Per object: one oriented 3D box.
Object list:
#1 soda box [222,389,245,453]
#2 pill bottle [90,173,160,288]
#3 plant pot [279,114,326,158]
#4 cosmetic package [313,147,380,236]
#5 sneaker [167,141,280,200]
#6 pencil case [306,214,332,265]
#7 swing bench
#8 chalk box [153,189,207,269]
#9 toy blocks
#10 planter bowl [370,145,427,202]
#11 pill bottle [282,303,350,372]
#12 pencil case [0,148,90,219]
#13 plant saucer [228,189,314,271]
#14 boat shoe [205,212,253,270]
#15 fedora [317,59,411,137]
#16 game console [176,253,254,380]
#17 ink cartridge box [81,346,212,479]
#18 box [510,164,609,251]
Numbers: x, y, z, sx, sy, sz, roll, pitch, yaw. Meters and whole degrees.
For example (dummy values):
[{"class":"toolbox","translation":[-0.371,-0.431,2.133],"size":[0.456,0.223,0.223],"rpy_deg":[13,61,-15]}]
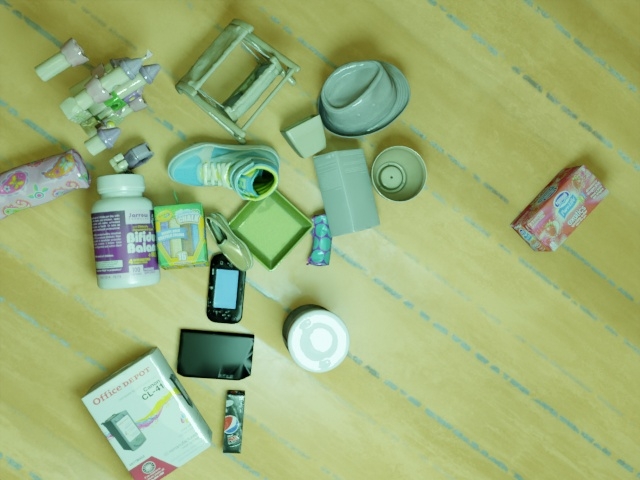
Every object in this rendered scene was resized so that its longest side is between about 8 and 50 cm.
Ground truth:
[{"class":"soda box","translation":[-0.248,0.518,1.808],"size":[0.053,0.060,0.169],"rpy_deg":[4,89,-7]},{"class":"pill bottle","translation":[-0.532,-0.025,1.719],"size":[0.169,0.169,0.301],"rpy_deg":[-5,91,-8]},{"class":"plant pot","translation":[-0.041,-0.296,1.823],"size":[0.109,0.109,0.096],"rpy_deg":[-29,105,-7]},{"class":"cosmetic package","translation":[0.077,-0.138,1.813],"size":[0.127,0.107,0.238],"rpy_deg":[-12,93,-45]},{"class":"sneaker","translation":[-0.260,-0.184,1.727],"size":[0.319,0.208,0.127],"rpy_deg":[-7,119,-7]},{"class":"pencil case","translation":[0.000,0.000,1.843],"size":[0.070,0.064,0.151],"rpy_deg":[6,88,-24]},{"class":"swing bench","translation":[-0.234,-0.450,1.764],"size":[0.255,0.165,0.253],"rpy_deg":[39,85,-5]},{"class":"chalk box","translation":[-0.384,-0.032,1.751],"size":[0.132,0.132,0.213],"rpy_deg":[-5,84,-7]},{"class":"toy blocks","translation":[-0.516,-0.374,1.663],"size":[0.260,0.288,0.309],"rpy_deg":[-33,91,-1]},{"class":"planter bowl","translation":[0.219,-0.189,1.851],"size":[0.162,0.109,0.162],"rpy_deg":[0,90,-7]},{"class":"pill bottle","translation":[-0.021,0.258,1.727],"size":[0.161,0.283,0.161],"rpy_deg":[0,89,-8]},{"class":"pencil case","translation":[-0.777,-0.151,1.716],"size":[0.284,0.124,0.124],"rpy_deg":[-22,93,-6]},{"class":"plant saucer","translation":[-0.147,-0.036,1.825],"size":[0.188,0.045,0.188],"rpy_deg":[42,85,1]},{"class":"boat shoe","translation":[-0.263,0.010,1.761],"size":[0.068,0.072,0.190],"rpy_deg":[-40,87,16]},{"class":"fedora","translation":[0.109,-0.424,1.786],"size":[0.275,0.124,0.243],"rpy_deg":[-27,68,8]},{"class":"game console","translation":[-0.291,0.218,1.813],"size":[0.213,0.044,0.361],"rpy_deg":[5,88,-8]},{"class":"ink cartridge box","translation":[-0.473,0.488,1.744],"size":[0.226,0.131,0.306],"rpy_deg":[-33,95,-7]},{"class":"box","translation":[0.720,-0.096,1.909],"size":[0.257,0.128,0.122],"rpy_deg":[-45,95,-5]}]
